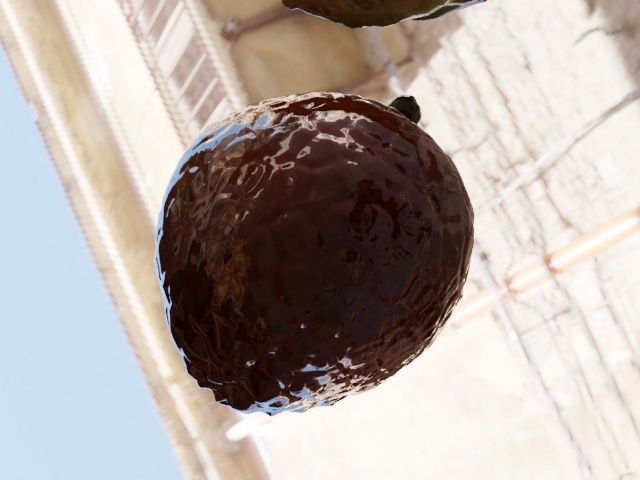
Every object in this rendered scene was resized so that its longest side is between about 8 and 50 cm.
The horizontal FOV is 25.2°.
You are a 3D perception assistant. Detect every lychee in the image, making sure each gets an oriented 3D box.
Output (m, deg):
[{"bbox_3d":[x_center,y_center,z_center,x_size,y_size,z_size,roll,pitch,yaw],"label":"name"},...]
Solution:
[{"bbox_3d":[0.000,0.000,1.080,0.255,0.255,0.300,48,-122,-1],"label":"lychee"}]

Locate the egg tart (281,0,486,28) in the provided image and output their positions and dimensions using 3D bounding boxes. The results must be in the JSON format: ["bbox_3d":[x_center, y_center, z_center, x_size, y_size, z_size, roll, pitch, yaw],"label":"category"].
[{"bbox_3d":[0.078,-0.370,1.138,0.443,0.178,0.443,-3,-100,18],"label":"egg tart"}]
